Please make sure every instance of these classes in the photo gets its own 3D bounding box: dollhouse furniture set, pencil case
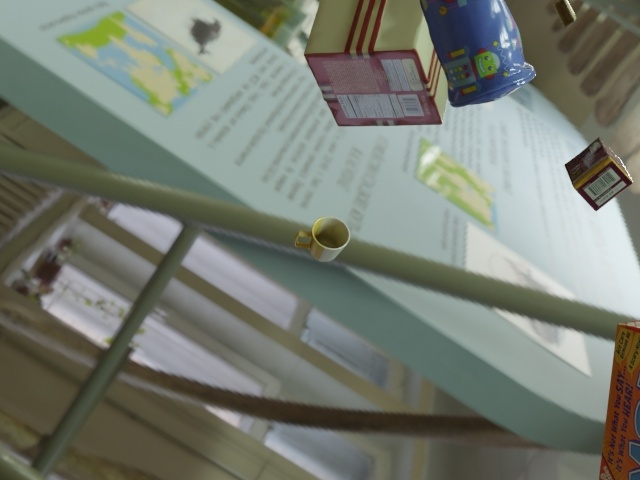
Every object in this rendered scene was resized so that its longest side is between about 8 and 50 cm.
[{"bbox_3d":[0.510,-0.519,2.123,0.081,0.114,0.091,-15,167,-35],"label":"dollhouse furniture set"},{"bbox_3d":[0.178,-0.327,1.280,0.119,0.306,0.133,-18,-172,12],"label":"pencil case"}]

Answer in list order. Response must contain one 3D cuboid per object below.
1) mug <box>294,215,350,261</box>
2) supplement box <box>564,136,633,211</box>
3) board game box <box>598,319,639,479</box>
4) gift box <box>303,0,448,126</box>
[{"bbox_3d":[0.004,-0.001,1.599,0.062,0.078,0.064,-55,174,-31],"label":"mug"},{"bbox_3d":[0.321,-0.077,1.148,0.055,0.043,0.083,-41,-167,21],"label":"supplement box"},{"bbox_3d":[0.820,0.357,1.954,0.356,0.357,0.356,21,-69,54],"label":"board game box"},{"bbox_3d":[0.148,-0.377,1.889,0.255,0.276,0.258,66,33,-55],"label":"gift box"}]
